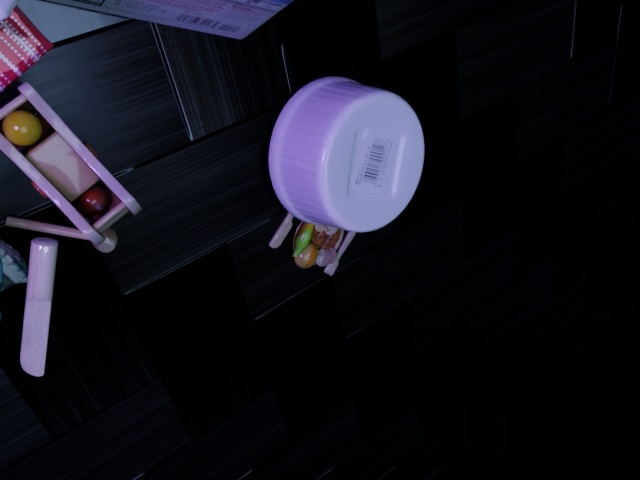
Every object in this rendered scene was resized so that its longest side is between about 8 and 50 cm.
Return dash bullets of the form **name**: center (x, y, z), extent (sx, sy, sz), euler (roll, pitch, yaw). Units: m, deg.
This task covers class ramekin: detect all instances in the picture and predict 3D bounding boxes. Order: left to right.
- **ramekin**: center (0.058, -0.147, 1.020), extent (0.277, 0.135, 0.277), euler (-16, 116, -35)

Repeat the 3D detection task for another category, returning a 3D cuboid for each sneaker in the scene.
- **sneaker**: center (-0.468, 0.013, 0.758), extent (0.076, 0.065, 0.166), euler (-33, 126, -11)

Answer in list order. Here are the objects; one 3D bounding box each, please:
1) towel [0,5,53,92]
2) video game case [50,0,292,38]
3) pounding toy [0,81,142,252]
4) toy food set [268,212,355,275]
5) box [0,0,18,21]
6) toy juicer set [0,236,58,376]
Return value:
- **towel**: center (-0.479, -0.214, 0.647), extent (0.275, 0.031, 0.199), euler (-45, 134, -11)
- **video game case**: center (-0.161, -0.334, 0.667), extent (0.329, 0.300, 0.036), euler (-2, 86, -38)
- **pounding toy**: center (-0.349, -0.057, 0.748), extent (0.155, 0.154, 0.269), euler (-43, 132, -13)
- **toy food set**: center (0.000, 0.000, 1.138), extent (0.192, 0.038, 0.132), euler (27, 95, -44)
- **box**: center (-0.382, -0.285, 0.520), extent (0.181, 0.182, 0.119), euler (46, 51, -44)
- **toy juicer set**: center (-0.441, 0.006, 0.687), extent (0.329, 0.089, 0.209), euler (31, 101, -19)
